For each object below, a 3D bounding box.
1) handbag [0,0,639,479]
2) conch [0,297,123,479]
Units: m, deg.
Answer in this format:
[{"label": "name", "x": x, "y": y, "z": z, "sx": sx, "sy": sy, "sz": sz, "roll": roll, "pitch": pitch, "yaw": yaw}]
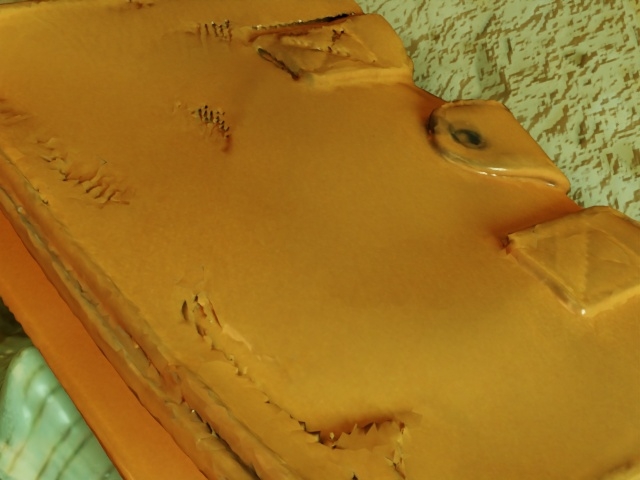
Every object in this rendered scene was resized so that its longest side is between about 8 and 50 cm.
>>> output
[{"label": "handbag", "x": 0.000, "y": 0.000, "z": 0.529, "sx": 0.303, "sy": 0.116, "sz": 0.410, "roll": -21, "pitch": 51, "yaw": -33}, {"label": "conch", "x": -0.139, "y": 0.114, "z": 0.595, "sx": 0.386, "sy": 0.203, "sz": 0.169, "roll": 22, "pitch": 77, "yaw": 16}]
